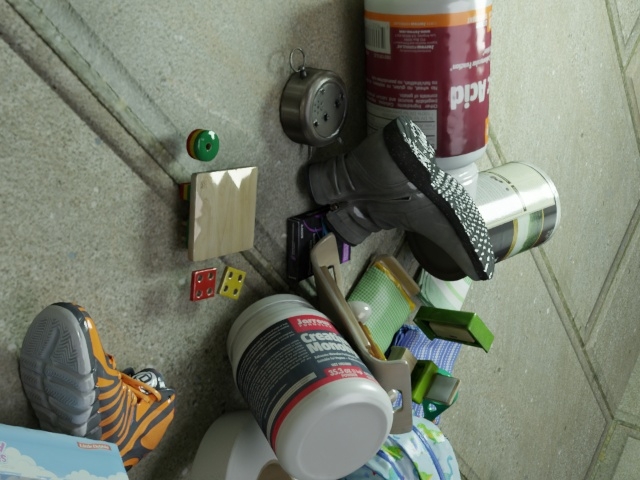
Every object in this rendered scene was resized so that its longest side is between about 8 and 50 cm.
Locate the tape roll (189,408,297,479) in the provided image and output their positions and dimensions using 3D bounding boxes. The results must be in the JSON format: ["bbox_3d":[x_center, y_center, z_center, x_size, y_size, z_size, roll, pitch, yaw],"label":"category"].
[{"bbox_3d":[-0.098,0.473,1.406,0.392,0.072,0.392,-10,90,-70],"label":"tape roll"}]

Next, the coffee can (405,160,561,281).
[{"bbox_3d":[0.346,-0.047,1.799,0.275,0.201,0.201,-18,117,-37],"label":"coffee can"}]

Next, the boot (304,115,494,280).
[{"bbox_3d":[0.141,-0.040,1.490,0.338,0.223,0.118,55,29,-12],"label":"boot"}]

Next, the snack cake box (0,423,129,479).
[{"bbox_3d":[-0.379,0.304,1.001,0.264,0.089,0.152,22,108,-38],"label":"snack cake box"}]

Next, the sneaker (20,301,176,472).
[{"bbox_3d":[-0.295,0.195,1.159,0.180,0.125,0.321,-35,140,-47],"label":"sneaker"}]

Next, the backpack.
[{"bbox_3d":[0.168,0.523,1.750,0.273,0.290,0.355,-4,107,-35],"label":"backpack"}]

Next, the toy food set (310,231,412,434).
[{"bbox_3d":[0.078,0.161,1.475,0.092,0.306,0.219,-22,140,-11],"label":"toy food set"}]

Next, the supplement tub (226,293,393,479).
[{"bbox_3d":[-0.025,0.227,1.344,0.191,0.272,0.191,-15,127,-21],"label":"supplement tub"}]

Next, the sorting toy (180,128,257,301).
[{"bbox_3d":[-0.160,-0.037,1.297,0.132,0.046,0.274,-14,113,-51],"label":"sorting toy"}]

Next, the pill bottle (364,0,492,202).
[{"bbox_3d":[0.194,-0.258,1.540,0.224,0.224,0.392,-29,124,-45],"label":"pill bottle"}]

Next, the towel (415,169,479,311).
[{"bbox_3d":[0.331,0.023,1.988,0.248,0.038,0.325,45,66,-51],"label":"towel"}]

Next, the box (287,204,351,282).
[{"bbox_3d":[0.000,0.000,1.541,0.162,0.029,0.116,-21,119,-47],"label":"box"}]

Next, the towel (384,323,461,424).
[{"bbox_3d":[0.228,0.320,1.958,0.336,0.040,0.243,14,92,-54],"label":"towel"}]

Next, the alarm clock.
[{"bbox_3d":[-0.012,-0.237,1.415,0.129,0.064,0.192,-51,135,-29],"label":"alarm clock"}]

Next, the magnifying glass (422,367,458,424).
[{"bbox_3d":[0.257,0.388,1.945,0.026,0.092,0.231,-31,140,-49],"label":"magnifying glass"}]

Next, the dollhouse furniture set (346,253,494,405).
[{"bbox_3d":[0.190,0.187,1.714,0.301,0.151,0.197,47,63,-37],"label":"dollhouse furniture set"}]
